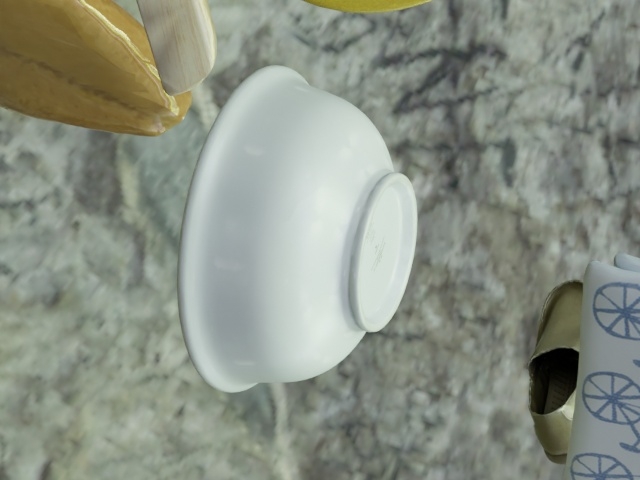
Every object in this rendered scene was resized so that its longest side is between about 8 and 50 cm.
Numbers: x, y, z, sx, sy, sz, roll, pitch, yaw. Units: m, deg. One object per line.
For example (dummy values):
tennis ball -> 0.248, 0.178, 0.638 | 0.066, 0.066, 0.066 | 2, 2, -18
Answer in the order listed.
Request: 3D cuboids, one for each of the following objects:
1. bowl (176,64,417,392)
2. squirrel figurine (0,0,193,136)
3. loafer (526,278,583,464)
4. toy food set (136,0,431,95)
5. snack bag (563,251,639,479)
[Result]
bowl -> 0.000, 0.000, 1.386 | 0.134, 0.298, 0.297 | 10, -57, 21
squirrel figurine -> -0.282, -0.258, 0.940 | 0.281, 0.370, 0.397 | -20, -43, 19
loafer -> 0.173, 0.082, 1.079 | 0.056, 0.148, 0.050 | -13, -44, 24
toy food set -> 0.019, -0.150, 0.579 | 0.218, 0.071, 0.128 | -24, -81, -4
snack bag -> 0.264, 0.184, 0.755 | 0.323, 0.037, 0.342 | 18, -49, 22
